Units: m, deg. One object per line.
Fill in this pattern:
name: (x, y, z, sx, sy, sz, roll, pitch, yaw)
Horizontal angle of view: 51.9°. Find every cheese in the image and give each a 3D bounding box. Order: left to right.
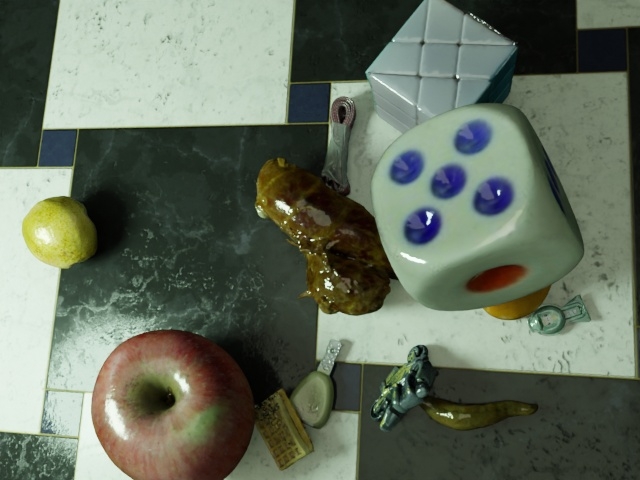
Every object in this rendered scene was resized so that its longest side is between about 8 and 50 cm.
cheese: (-0.001, 0.306, 1.426, 0.097, 0.037, 0.192, 22, 85, 14)
cheese: (0.488, 0.158, 1.356, 0.121, 0.026, 0.067, -21, 76, 7)

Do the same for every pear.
pear: (-0.607, -0.017, 1.554, 0.178, 0.178, 0.177, -2, 79, 12)

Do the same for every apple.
apple: (-0.300, 0.356, 1.375, 0.345, 0.269, 0.344, -1, 64, 2)

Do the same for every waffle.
waffle: (-0.083, 0.403, 1.399, 0.102, 0.042, 0.148, -43, 69, 36)

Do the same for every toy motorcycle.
toy motorcycle: (0.176, 0.305, 1.350, 0.061, 0.124, 0.193, 38, 84, -21)

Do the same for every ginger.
ginger: (0.000, 0.000, 1.415, 0.418, 0.176, 0.254, 40, 81, 8)

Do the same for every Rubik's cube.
Rubik's cube: (0.257, -0.335, 1.398, 0.221, 0.224, 0.231, 39, 89, 16)

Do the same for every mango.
mango: (0.415, 0.066, 1.351, 0.141, 0.102, 0.217, 41, 91, 11)

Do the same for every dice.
dice: (0.291, -0.057, 1.238, 0.304, 0.277, 0.304, -25, 57, 24)

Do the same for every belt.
belt: (0.041, -0.216, 1.512, 0.072, 0.053, 0.231, 4, 80, 5)

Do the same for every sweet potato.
sweet potato: (0.316, 0.355, 1.338, 0.250, 0.059, 0.069, -1, 42, 10)
